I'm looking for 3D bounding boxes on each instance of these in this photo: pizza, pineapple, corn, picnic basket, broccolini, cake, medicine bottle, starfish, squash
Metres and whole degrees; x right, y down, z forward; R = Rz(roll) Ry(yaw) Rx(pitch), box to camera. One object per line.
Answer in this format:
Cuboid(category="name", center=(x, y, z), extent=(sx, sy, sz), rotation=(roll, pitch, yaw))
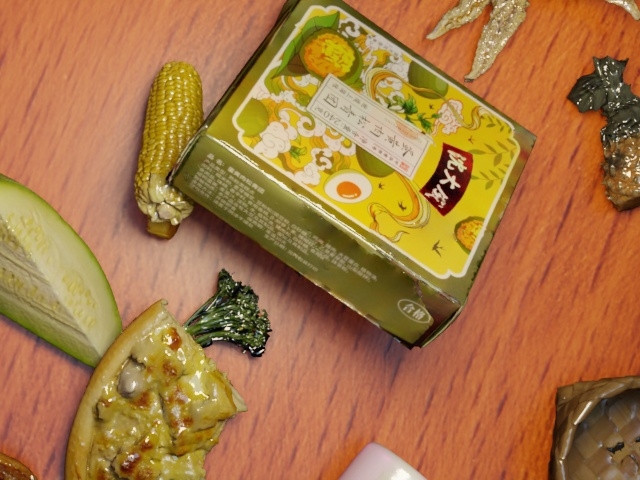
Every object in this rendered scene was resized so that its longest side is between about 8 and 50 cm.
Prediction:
Cuboid(category="pizza", center=(-0.225, 0.255, 1.798), extent=(0.223, 0.089, 0.323), rotation=(24, 95, -11))
Cuboid(category="pineapple", center=(0.456, -0.168, 1.960), extent=(0.119, 0.111, 0.237), rotation=(-6, 77, -40))
Cuboid(category="corn", center=(-0.206, -0.139, 1.806), extent=(0.091, 0.091, 0.260), rotation=(39, 42, -40))
Cuboid(category="picnic basket", center=(0.500, 0.330, 1.821), extent=(0.337, 0.337, 0.293), rotation=(6, 85, -9))
Cuboid(category="broccolini", center=(-0.170, 0.179, 1.858), extent=(0.123, 0.062, 0.271), rotation=(37, 88, 0))
Cuboid(category="cake", center=(-0.218, -0.044, 1.844), extent=(0.044, 0.084, 0.084), rotation=(15, 83, 0))
Cuboid(category="medicine bottle", center=(0.051, 0.422, 1.821), extent=(0.152, 0.152, 0.254), rotation=(39, 82, -5))
Cuboid(category="starfish", center=(0.278, -0.371, 1.952), extent=(0.293, 0.084, 0.301), rotation=(-36, 89, -6))
Cuboid(category="squash", center=(-0.361, 0.030, 1.788), extent=(0.289, 0.203, 0.111), rotation=(30, 39, -3))

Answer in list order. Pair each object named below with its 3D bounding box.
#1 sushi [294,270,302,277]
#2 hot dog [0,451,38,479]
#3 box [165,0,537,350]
Cuboid(category="sushi", center=(-0.001, -0.001, 1.894), extent=(0.060, 0.061, 0.118), rotation=(38, 101, -13))
Cuboid(category="hot dog", center=(-0.494, 0.350, 1.763), extent=(0.227, 0.099, 0.160), rotation=(11, 85, -11))
Cuboid(category="box", center=(0.055, -0.112, 1.781), extent=(0.420, 0.138, 0.373), rotation=(34, 47, -4))
